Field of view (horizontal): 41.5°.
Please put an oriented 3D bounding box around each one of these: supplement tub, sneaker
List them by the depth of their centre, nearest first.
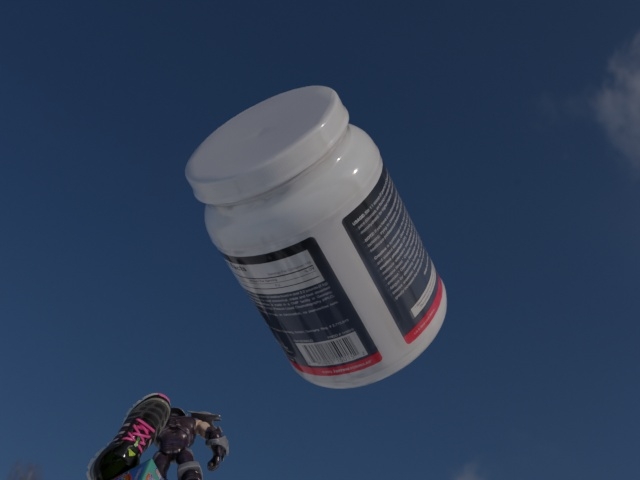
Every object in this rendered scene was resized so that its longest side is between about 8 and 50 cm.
[{"bbox_3d":[0.000,0.000,0.874,0.191,0.191,0.272,-15,-59,25],"label":"supplement tub"},{"bbox_3d":[-0.285,0.308,1.277,0.063,0.170,0.075,44,-10,-17],"label":"sneaker"}]

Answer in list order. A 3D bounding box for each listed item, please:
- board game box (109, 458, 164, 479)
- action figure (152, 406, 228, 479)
[{"bbox_3d":[-0.323,0.388,1.155,0.210,0.160,0.047,-27,-86,-3],"label":"board game box"},{"bbox_3d":[-0.248,0.365,1.411,0.185,0.285,0.099,-10,-69,-5],"label":"action figure"}]
